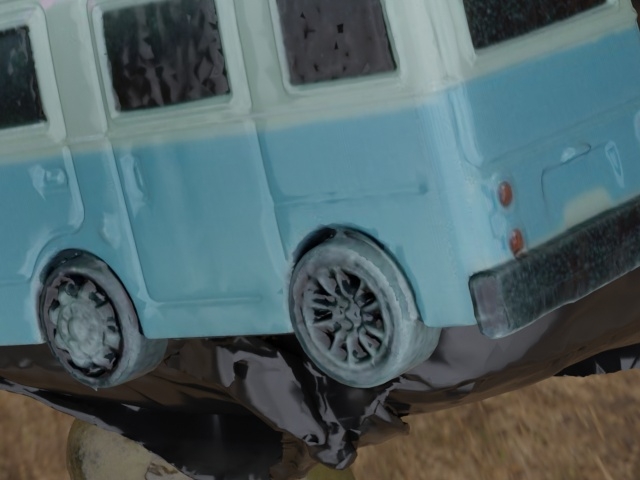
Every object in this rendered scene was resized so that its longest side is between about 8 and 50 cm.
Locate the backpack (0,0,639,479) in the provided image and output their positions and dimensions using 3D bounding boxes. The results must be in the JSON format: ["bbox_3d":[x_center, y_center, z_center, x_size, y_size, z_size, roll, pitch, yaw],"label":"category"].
[{"bbox_3d":[0.000,0.000,1.048,0.363,0.445,0.255,-13,95,-44],"label":"backpack"}]

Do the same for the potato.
[{"bbox_3d":[-0.084,0.201,1.636,0.262,0.165,0.165,27,101,-18],"label":"potato"}]

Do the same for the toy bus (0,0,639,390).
[{"bbox_3d":[-0.023,-0.044,0.696,0.271,0.133,0.165,-5,103,42],"label":"toy bus"}]
